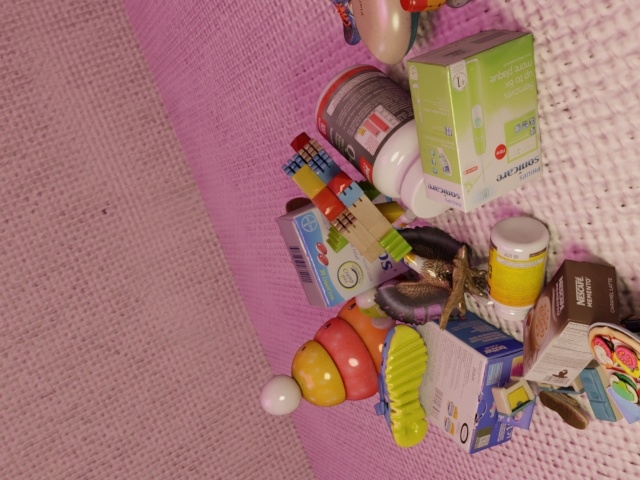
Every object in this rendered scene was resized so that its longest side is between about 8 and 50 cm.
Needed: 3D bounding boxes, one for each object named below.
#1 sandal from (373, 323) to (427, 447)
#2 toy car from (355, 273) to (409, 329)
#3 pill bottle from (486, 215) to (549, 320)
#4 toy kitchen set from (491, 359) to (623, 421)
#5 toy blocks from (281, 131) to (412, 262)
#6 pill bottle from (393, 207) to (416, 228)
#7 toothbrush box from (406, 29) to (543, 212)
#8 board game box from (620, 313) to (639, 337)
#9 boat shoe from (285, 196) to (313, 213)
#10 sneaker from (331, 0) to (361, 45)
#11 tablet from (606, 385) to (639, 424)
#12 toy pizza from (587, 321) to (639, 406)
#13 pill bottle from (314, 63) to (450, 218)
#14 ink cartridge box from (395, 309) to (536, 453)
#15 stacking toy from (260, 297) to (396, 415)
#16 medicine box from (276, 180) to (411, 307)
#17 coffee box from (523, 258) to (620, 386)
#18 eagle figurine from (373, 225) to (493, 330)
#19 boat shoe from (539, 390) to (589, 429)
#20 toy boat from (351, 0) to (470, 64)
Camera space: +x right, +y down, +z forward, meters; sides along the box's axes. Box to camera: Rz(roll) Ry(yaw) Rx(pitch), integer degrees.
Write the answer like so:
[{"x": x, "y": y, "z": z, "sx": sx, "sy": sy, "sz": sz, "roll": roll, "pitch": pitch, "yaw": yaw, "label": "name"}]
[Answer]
[{"x": 0.188, "y": 0.354, "z": 1.812, "sx": 0.138, "sy": 0.126, "sz": 0.317, "roll": 28, "pitch": 121, "yaw": 59, "label": "sandal"}, {"x": 0.194, "y": 0.157, "z": 2.036, "sx": 0.182, "sy": 0.136, "sz": 0.159, "roll": -14, "pitch": 134, "yaw": 29, "label": "toy car"}, {"x": 0.409, "y": 0.064, "z": 1.512, "sx": 0.117, "sy": 0.117, "sz": 0.215, "roll": 41, "pitch": 147, "yaw": 44, "label": "pill bottle"}, {"x": 0.499, "y": 0.341, "z": 1.532, "sx": 0.122, "sy": 0.166, "sz": 0.207, "roll": 67, "pitch": 157, "yaw": -2, "label": "toy kitchen set"}, {"x": 0.023, "y": -0.120, "z": 1.673, "sx": 0.261, "sy": 0.191, "sz": 0.381, "roll": 44, "pitch": -175, "yaw": -46, "label": "toy blocks"}, {"x": 0.220, "y": -0.061, "z": 1.892, "sx": 0.043, "sy": 0.043, "sz": 0.083, "roll": 64, "pitch": 157, "yaw": 2, "label": "pill bottle"}, {"x": 0.294, "y": -0.227, "z": 1.358, "sx": 0.122, "sy": 0.206, "sz": 0.283, "roll": 30, "pitch": 138, "yaw": 53, "label": "toothbrush box"}, {"x": 0.623, "y": 0.213, "z": 1.292, "sx": 0.170, "sy": 0.048, "sz": 0.141, "roll": 66, "pitch": 155, "yaw": -1, "label": "board game box"}, {"x": 0.000, "y": 0.000, "z": 2.338, "sx": 0.342, "sy": 0.123, "sz": 0.123, "roll": 45, "pitch": 149, "yaw": 27, "label": "boat shoe"}, {"x": 0.054, "y": -0.564, "z": 1.690, "sx": 0.083, "sy": 0.087, "sz": 0.221, "roll": 36, "pitch": 143, "yaw": 51, "label": "sneaker"}, {"x": 0.613, "y": 0.320, "z": 1.434, "sx": 0.054, "sy": 0.006, "sz": 0.083, "roll": -36, "pitch": 79, "yaw": 30, "label": "tablet"}, {"x": 0.525, "y": 0.224, "z": 1.222, "sx": 0.201, "sy": 0.032, "sz": 0.201, "roll": 50, "pitch": 168, "yaw": 15, "label": "toy pizza"}, {"x": 0.163, "y": -0.226, "z": 1.635, "sx": 0.363, "sy": 0.210, "sz": 0.210, "roll": 49, "pitch": 152, "yaw": 35, "label": "pill bottle"}, {"x": 0.350, "y": 0.332, "z": 1.793, "sx": 0.395, "sy": 0.151, "sz": 0.270, "roll": 36, "pitch": 127, "yaw": 52, "label": "ink cartridge box"}, {"x": 0.035, "y": 0.381, "z": 2.171, "sx": 0.350, "sy": 0.480, "sz": 0.350, "roll": 46, "pitch": 150, "yaw": 37, "label": "stacking toy"}, {"x": 0.069, "y": 0.005, "z": 1.966, "sx": 0.149, "sy": 0.289, "sz": 0.263, "roll": 0, "pitch": 113, "yaw": 68, "label": "medicine box"}, {"x": 0.479, "y": 0.164, "z": 1.406, "sx": 0.246, "sy": 0.098, "sz": 0.141, "roll": 100, "pitch": -179, "yaw": -53, "label": "coffee box"}, {"x": 0.265, "y": 0.079, "z": 1.708, "sx": 0.225, "sy": 0.226, "sz": 0.298, "roll": 60, "pitch": 163, "yaw": -8, "label": "eagle figurine"}, {"x": 0.549, "y": 0.369, "z": 1.609, "sx": 0.135, "sy": 0.045, "sz": 0.050, "roll": 40, "pitch": 139, "yaw": 53, "label": "boat shoe"}, {"x": 0.175, "y": -0.492, "z": 1.464, "sx": 0.318, "sy": 0.148, "sz": 0.267, "roll": -145, "pitch": 42, "yaw": -63, "label": "toy boat"}]
